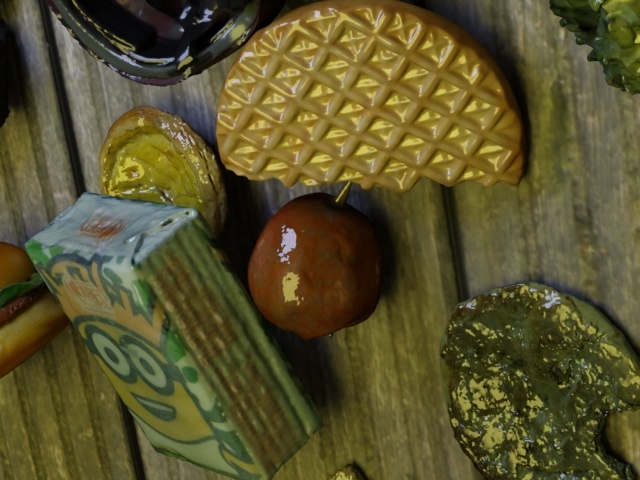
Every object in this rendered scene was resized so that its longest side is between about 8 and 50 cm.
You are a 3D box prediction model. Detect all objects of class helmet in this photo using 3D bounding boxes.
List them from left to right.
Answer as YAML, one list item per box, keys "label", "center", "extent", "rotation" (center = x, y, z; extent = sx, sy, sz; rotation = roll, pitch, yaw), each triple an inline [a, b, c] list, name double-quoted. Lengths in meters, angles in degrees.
- label: "helmet"
  center: [-0.122, -0.323, 1.778]
  extent: [0.271, 0.197, 0.338]
  rotation: [39, 123, 10]

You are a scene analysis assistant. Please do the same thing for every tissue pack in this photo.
- label: "tissue pack"
  center: [-0.158, 0.103, 1.939]
  extent: [0.228, 0.128, 0.311]
  rotation: [8, 135, 51]

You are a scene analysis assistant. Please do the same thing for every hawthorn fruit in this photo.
- label: "hawthorn fruit"
  center: [-0.001, 0.012, 1.869]
  extent: [0.149, 0.149, 0.189]
  rotation: [4, 79, 37]

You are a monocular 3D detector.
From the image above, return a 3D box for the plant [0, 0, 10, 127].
- label: "plant"
  center: [-0.434, -0.255, 2.084]
  extent: [0.149, 0.146, 0.275]
  rotation: [-2, 110, -7]

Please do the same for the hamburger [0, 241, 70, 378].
- label: "hamburger"
  center: [-0.425, 0.092, 2.159]
  extent: [0.170, 0.246, 0.246]
  rotation: [51, 132, -5]

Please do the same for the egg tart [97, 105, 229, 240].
- label: "egg tart"
  center: [-0.167, -0.065, 1.999]
  extent: [0.191, 0.074, 0.191]
  rotation: [16, 117, 34]

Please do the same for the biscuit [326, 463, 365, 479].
- label: "biscuit"
  center: [0.014, 0.372, 2.062]
  extent: [0.133, 0.032, 0.250]
  rotation: [45, 128, 13]

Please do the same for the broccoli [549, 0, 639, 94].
- label: "broccoli"
  center: [0.288, -0.285, 1.377]
  extent: [0.280, 0.348, 0.293]
  rotation: [-18, 102, 31]

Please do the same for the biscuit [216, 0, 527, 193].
- label: "biscuit"
  center: [0.043, -0.137, 1.728]
  extent: [0.308, 0.040, 0.205]
  rotation: [3, 123, 12]

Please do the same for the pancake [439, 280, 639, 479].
- label: "pancake"
  center: [0.222, 0.155, 1.807]
  extent: [0.253, 0.037, 0.254]
  rotation: [15, 115, 34]
